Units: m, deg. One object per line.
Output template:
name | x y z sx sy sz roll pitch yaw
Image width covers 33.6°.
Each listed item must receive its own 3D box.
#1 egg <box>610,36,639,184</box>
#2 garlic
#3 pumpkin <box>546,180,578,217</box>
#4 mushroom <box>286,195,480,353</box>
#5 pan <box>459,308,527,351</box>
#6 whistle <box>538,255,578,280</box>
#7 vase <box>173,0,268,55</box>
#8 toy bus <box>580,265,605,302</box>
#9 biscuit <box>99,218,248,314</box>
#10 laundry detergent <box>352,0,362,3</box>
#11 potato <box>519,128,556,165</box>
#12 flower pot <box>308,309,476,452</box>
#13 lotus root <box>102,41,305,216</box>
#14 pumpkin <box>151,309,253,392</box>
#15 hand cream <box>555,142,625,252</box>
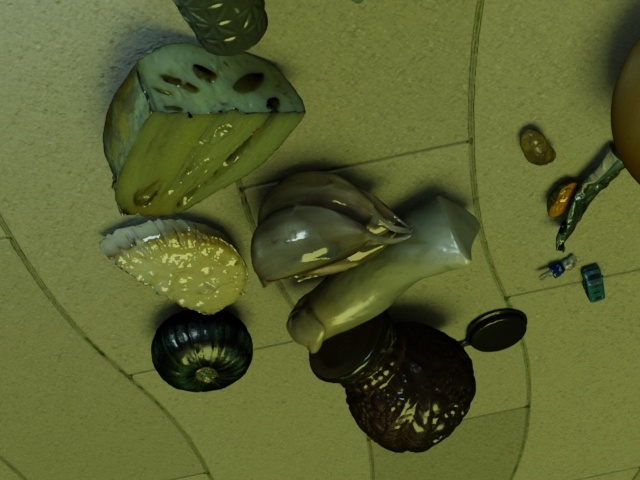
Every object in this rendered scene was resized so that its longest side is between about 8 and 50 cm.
egg | 0.586 -0.206 1.596 0.282 0.283 0.351 -4 139 -9
garlic | 0.000 0.000 1.778 0.291 0.210 0.237 -26 134 31
pumpkin | 0.436 -0.081 1.924 0.050 0.028 0.083 -4 137 -36
mushroom | 0.104 0.067 1.917 0.397 0.177 0.126 -35 109 28
pan | 0.338 0.217 2.276 0.235 0.028 0.136 -28 139 20
whistle | 0.472 0.056 2.106 0.083 0.029 0.033 -28 132 5
vase | -0.163 -0.364 1.334 0.250 0.156 0.301 -2 150 13
toy bus | 0.556 0.089 2.155 0.038 0.046 0.083 -17 143 7
biscuit | -0.235 0.039 1.861 0.179 0.084 0.281 -35 136 28
laundry detergent | 0.108 -0.397 1.414 0.137 0.063 0.211 6 139 -31
potato | 0.368 -0.155 1.801 0.046 0.045 0.092 -55 138 -4
flower pot | 0.131 0.255 2.102 0.266 0.267 0.267 -33 128 25
lotus root | -0.204 -0.158 1.577 0.267 0.149 0.260 -5 150 -38
pumpkin | -0.227 0.216 2.043 0.201 0.140 0.202 -9 143 -7
hand cream | 0.494 -0.081 1.909 0.075 0.052 0.248 -31 154 -42
